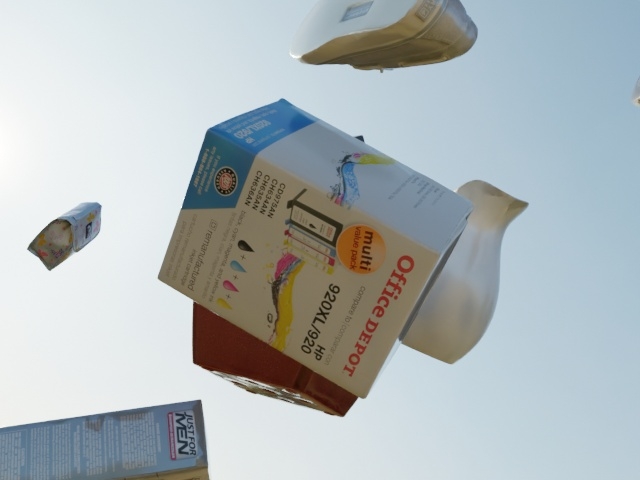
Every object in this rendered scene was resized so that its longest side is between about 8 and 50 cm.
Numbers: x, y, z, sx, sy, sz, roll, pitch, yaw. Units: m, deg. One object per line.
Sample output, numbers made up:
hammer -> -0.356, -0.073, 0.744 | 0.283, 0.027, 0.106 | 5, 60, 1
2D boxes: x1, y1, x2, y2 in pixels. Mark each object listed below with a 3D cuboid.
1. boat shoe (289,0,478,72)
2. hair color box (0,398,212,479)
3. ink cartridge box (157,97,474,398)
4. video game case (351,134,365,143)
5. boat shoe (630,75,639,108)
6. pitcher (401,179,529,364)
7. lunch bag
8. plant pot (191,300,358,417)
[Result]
boat shoe -> 0.040, -0.147, 0.534 | 0.063, 0.066, 0.184 | 32, -14, -28
hair color box -> -0.367, 0.360, 1.207 | 0.374, 0.114, 0.185 | -6, -30, -9
ink cartridge box -> 0.000, 0.000, 0.733 | 0.232, 0.168, 0.171 | 29, -64, 10
video game case -> 0.058, -0.050, 1.363 | 0.196, 0.026, 0.274 | 7, -63, 64
boat shoe -> 0.381, -0.172, 0.634 | 0.089, 0.105, 0.285 | 32, -19, -8
pitcher -> 0.154, 0.036, 0.925 | 0.125, 0.207, 0.178 | 24, -3, -10
lunch bag -> -0.318, -0.010, 0.955 | 0.053, 0.071, 0.083 | 45, -65, -6
plant pot -> -0.038, 0.113, 1.113 | 0.267, 0.236, 0.267 | 9, -19, 27
